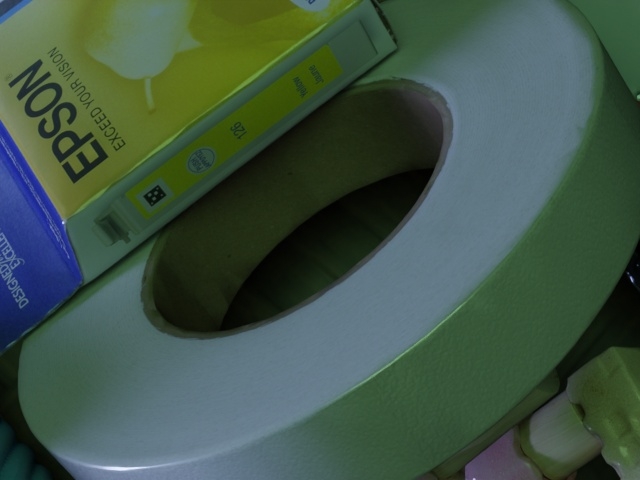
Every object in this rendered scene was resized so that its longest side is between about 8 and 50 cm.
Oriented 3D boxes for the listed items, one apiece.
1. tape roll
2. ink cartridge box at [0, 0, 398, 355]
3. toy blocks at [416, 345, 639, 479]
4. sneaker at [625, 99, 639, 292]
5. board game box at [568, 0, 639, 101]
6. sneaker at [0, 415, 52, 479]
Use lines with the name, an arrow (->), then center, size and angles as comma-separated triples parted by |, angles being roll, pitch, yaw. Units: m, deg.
tape roll -> 0.000, 0.000, 0.908 | 0.392, 0.392, 0.072 | -39, 118, -3
ink cartridge box -> -0.152, -0.122, 1.025 | 0.307, 0.072, 0.303 | -36, 48, -4
toy blocks -> 0.154, 0.236, 0.920 | 0.260, 0.309, 0.288 | -44, 60, 29
sneaker -> 0.228, 0.002, 0.958 | 0.276, 0.135, 0.097 | 36, 112, 5
board game box -> 0.298, -0.239, 0.995 | 0.390, 0.050, 0.390 | 21, 103, 13
sneaker -> -0.278, 0.186, 0.935 | 0.208, 0.127, 0.319 | 47, 44, 0
